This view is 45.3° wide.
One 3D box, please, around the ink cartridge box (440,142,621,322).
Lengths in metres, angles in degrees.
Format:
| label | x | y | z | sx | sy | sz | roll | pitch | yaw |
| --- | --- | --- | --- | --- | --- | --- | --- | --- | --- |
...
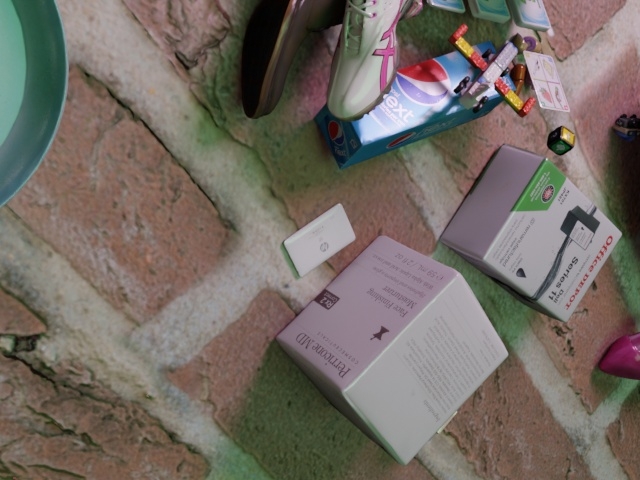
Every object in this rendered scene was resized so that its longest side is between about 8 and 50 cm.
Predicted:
| label | x | y | z | sx | sy | sz | roll | pitch | yaw |
| --- | --- | --- | --- | --- | --- | --- | --- | --- | --- |
| ink cartridge box | 0.281 | -0.005 | 1.006 | 0.208 | 0.087 | 0.153 | 32 | 89 | -36 |

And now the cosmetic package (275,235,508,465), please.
| label | x | y | z | sx | sy | sz | roll | pitch | yaw |
| --- | --- | --- | --- | --- | --- | --- | --- | --- | --- |
| cosmetic package | 0.082 | 0.123 | 0.889 | 0.184 | 0.151 | 0.151 | -44 | 124 | -13 |

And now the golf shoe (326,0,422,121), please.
| label | x | y | z | sx | sy | sz | roll | pitch | yaw |
| --- | --- | --- | --- | --- | --- | --- | --- | --- | --- |
| golf shoe | 0.043 | -0.207 | 0.734 | 0.086 | 0.068 | 0.186 | 26 | 84 | -53 |

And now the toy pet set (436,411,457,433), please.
| label | x | y | z | sx | sy | sz | roll | pitch | yaw |
| --- | --- | --- | --- | --- | --- | --- | --- | --- | --- |
| toy pet set | 0.128 | 0.197 | 1.016 | 0.114 | 0.065 | 0.122 | 44 | 77 | 0 |

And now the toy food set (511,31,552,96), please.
| label | x | y | z | sx | sy | sz | roll | pitch | yaw |
| --- | --- | --- | --- | --- | --- | --- | --- | --- | --- |
| toy food set | 0.244 | -0.210 | 0.950 | 0.122 | 0.019 | 0.078 | -43 | 124 | -11 |

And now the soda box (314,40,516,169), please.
| label | x | y | z | sx | sy | sz | roll | pitch | yaw |
| --- | --- | --- | --- | --- | --- | --- | --- | --- | --- |
| soda box | 0.105 | -0.150 | 0.841 | 0.210 | 0.071 | 0.067 | -23 | 83 | -24 |

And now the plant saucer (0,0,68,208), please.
| label | x | y | z | sx | sy | sz | roll | pitch | yaw |
| --- | --- | --- | --- | --- | --- | --- | --- | --- | --- |
| plant saucer | -0.360 | -0.142 | 0.588 | 0.318 | 0.044 | 0.317 | -11 | 113 | -29 |

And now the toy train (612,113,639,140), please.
| label | x | y | z | sx | sy | sz | roll | pitch | yaw |
| --- | --- | --- | --- | --- | --- | --- | --- | --- | --- |
| toy train | 0.479 | -0.161 | 1.111 | 0.158 | 0.027 | 0.036 | -3 | 119 | -32 |

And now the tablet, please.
| label | x | y | z | sx | sy | sz | roll | pitch | yaw |
| --- | --- | --- | --- | --- | --- | --- | --- | --- | --- |
| tablet | 0.000 | 0.000 | 0.884 | 0.083 | 0.006 | 0.054 | -35 | 122 | -16 |

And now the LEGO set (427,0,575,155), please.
| label | x | y | z | sx | sy | sz | roll | pitch | yaw |
| --- | --- | --- | --- | --- | --- | --- | --- | --- | --- |
| LEGO set | 0.207 | -0.211 | 0.826 | 0.183 | 0.060 | 0.244 | 1 | 68 | -32 |

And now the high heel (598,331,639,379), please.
| label | x | y | z | sx | sy | sz | roll | pitch | yaw |
| --- | --- | --- | --- | --- | --- | --- | --- | --- | --- |
| high heel | 0.550 | 0.216 | 1.274 | 0.117 | 0.082 | 0.244 | -36 | 141 | 18 |

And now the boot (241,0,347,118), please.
| label | x | y | z | sx | sy | sz | roll | pitch | yaw |
| --- | --- | --- | --- | --- | --- | --- | --- | --- | --- |
| boot | -0.006 | -0.218 | 0.756 | 0.106 | 0.082 | 0.219 | 11 | 99 | -31 |
